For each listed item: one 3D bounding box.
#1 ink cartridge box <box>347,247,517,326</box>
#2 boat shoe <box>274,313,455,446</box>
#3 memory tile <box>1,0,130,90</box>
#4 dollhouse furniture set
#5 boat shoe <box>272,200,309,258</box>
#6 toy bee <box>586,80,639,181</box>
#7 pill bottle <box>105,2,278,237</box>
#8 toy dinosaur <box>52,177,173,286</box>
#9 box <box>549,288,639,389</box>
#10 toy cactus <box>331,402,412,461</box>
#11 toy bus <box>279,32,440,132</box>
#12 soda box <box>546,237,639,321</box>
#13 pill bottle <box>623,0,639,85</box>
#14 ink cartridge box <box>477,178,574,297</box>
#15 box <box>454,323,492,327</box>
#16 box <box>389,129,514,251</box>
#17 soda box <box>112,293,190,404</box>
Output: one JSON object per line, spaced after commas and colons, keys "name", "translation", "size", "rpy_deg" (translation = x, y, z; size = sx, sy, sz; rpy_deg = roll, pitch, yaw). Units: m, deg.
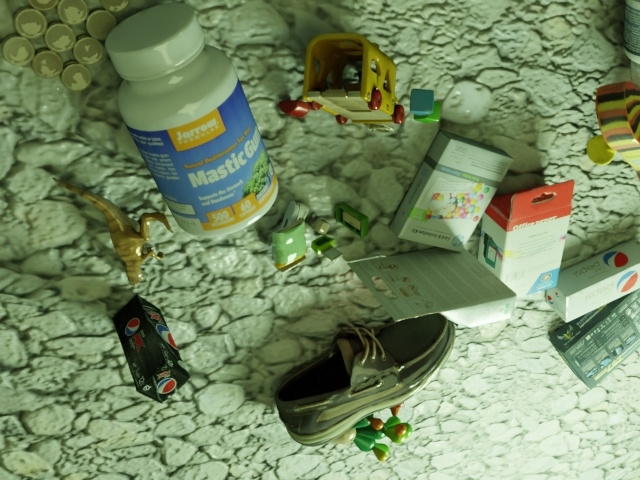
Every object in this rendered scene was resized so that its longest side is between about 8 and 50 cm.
{"name": "ink cartridge box", "translation": [0.180, 0.082, 1.345], "size": [0.224, 0.181, 0.056], "rpy_deg": [-11, 123, -21]}
{"name": "boat shoe", "translation": [0.078, 0.224, 1.423], "size": [0.355, 0.132, 0.130], "rpy_deg": [-36, 131, -3]}
{"name": "memory tile", "translation": [-0.302, -0.258, 0.968], "size": [0.113, 0.012, 0.148], "rpy_deg": [20, 111, -36]}
{"name": "dollhouse furniture set", "translation": [0.000, 0.000, 1.244], "size": [0.151, 0.058, 0.076], "rpy_deg": [-30, 138, -32]}
{"name": "boat shoe", "translation": [-0.044, -0.013, 1.259], "size": [0.035, 0.035, 0.100], "rpy_deg": [11, 109, -30]}
{"name": "toy bee", "translation": [0.572, -0.151, 1.378], "size": [0.298, 0.195, 0.162], "rpy_deg": [11, 78, -19]}
{"name": "pill bottle", "translation": [-0.162, -0.149, 1.025], "size": [0.152, 0.152, 0.272], "rpy_deg": [-28, 131, -8]}
{"name": "toy dinosaur", "translation": [-0.266, -0.013, 1.123], "size": [0.112, 0.064, 0.212], "rpy_deg": [-25, 130, -9]}
{"name": "box", "translation": [0.614, 0.188, 1.726], "size": [0.232, 0.059, 0.183], "rpy_deg": [-42, 131, 4]}
{"name": "toy cactus", "translation": [0.083, 0.347, 1.539], "size": [0.180, 0.112, 0.219], "rpy_deg": [-4, 150, 2]}
{"name": "toy bus", "translation": [0.056, -0.219, 1.117], "size": [0.190, 0.202, 0.105], "rpy_deg": [5, 89, -22]}
{"name": "soda box", "translation": [0.556, 0.077, 1.613], "size": [0.216, 0.069, 0.074], "rpy_deg": [-23, 130, -13]}
{"name": "pill bottle", "translation": [0.536, -0.338, 1.289], "size": [0.107, 0.108, 0.180], "rpy_deg": [-23, 130, -12]}
{"name": "ink cartridge box", "translation": [0.359, -0.012, 1.441], "size": [0.134, 0.078, 0.231], "rpy_deg": [-14, 127, -19]}
{"name": "box", "translation": [0.283, 0.122, 1.511], "size": [0.083, 0.052, 0.062], "rpy_deg": [1, 121, -29]}
{"name": "box", "translation": [0.216, -0.078, 1.348], "size": [0.145, 0.038, 0.186], "rpy_deg": [13, 116, -33]}
{"name": "soda box", "translation": [-0.247, 0.154, 1.178], "size": [0.060, 0.169, 0.053], "rpy_deg": [-43, 132, 5]}
